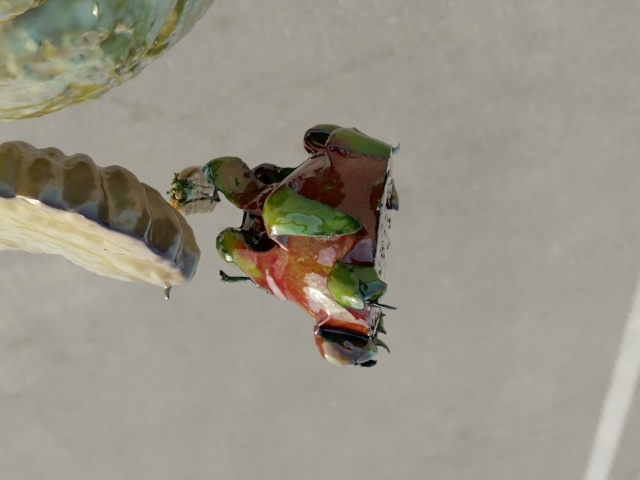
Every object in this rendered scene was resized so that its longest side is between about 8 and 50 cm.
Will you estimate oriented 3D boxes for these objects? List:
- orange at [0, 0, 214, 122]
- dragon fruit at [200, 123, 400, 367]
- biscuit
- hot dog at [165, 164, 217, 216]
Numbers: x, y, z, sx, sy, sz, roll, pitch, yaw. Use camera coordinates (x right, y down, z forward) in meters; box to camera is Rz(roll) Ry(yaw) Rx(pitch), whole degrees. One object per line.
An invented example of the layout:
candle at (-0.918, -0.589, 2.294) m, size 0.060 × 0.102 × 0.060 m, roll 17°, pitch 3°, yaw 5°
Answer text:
orange at (-0.189, -0.175, 0.929) m, size 0.271 × 0.210 × 0.369 m, roll 16°, pitch -162°, yaw 13°
dragon fruit at (0.000, 0.000, 0.969) m, size 0.175 × 0.138 × 0.142 m, roll 11°, pitch 174°, yaw 33°
biscuit at (-0.164, -0.023, 1.038) m, size 0.183 × 0.061 × 0.118 m, roll 13°, pitch 156°, yaw 7°
hot dog at (-0.085, -0.033, 1.110) m, size 0.021 × 0.037 × 0.083 m, roll 22°, pitch -176°, yaw 12°
